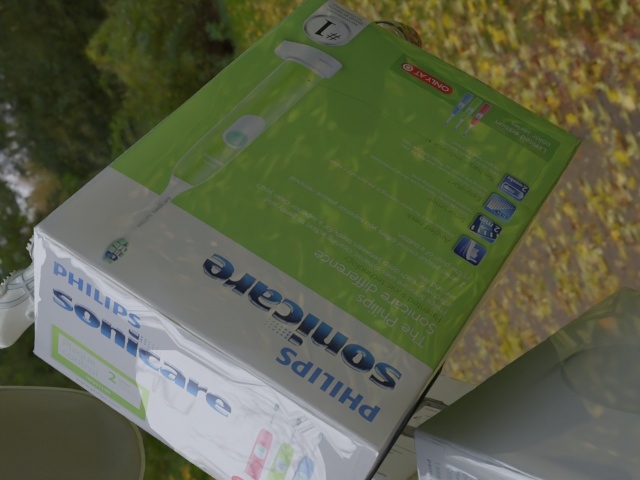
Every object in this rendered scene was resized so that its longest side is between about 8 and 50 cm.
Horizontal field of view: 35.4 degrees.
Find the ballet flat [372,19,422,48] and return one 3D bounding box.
[{"bbox_3d":[0.029,-0.196,1.053,0.079,0.221,0.077,-20,83,63],"label":"ballet flat"}]

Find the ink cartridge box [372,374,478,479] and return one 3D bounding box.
[{"bbox_3d":[0.092,0.309,1.162,0.131,0.306,0.226,15,107,29],"label":"ink cartridge box"}]

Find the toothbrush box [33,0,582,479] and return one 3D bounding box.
[{"bbox_3d":[0.000,0.000,0.605,0.206,0.283,0.122,31,138,11],"label":"toothbrush box"}]

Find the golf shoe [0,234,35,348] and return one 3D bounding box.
[{"bbox_3d":[-0.319,0.061,1.162,0.086,0.176,0.069,33,-178,15],"label":"golf shoe"}]

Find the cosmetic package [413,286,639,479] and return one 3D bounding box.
[{"bbox_3d":[0.211,0.143,0.540,0.224,0.224,0.138,11,117,45],"label":"cosmetic package"}]

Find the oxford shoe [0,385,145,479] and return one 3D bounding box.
[{"bbox_3d":[-0.293,0.161,0.633,0.130,0.449,0.169,-49,56,34],"label":"oxford shoe"}]
